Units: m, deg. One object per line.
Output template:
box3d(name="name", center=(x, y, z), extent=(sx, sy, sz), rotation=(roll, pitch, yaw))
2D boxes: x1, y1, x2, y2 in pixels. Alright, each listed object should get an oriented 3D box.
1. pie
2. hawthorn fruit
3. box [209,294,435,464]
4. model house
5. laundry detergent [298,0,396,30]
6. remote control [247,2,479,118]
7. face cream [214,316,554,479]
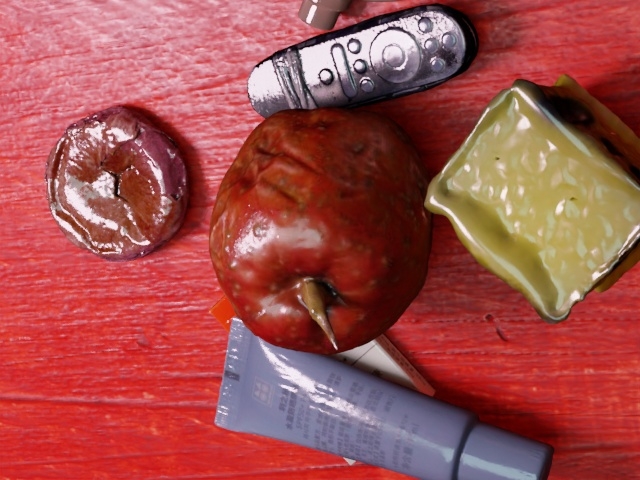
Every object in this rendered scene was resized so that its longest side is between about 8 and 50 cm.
box3d(name="pie", center=(-0.232, -0.062, 1.972), extent=(0.182, 0.049, 0.182), rotation=(5, 104, 20))
box3d(name="hawthorn fruit", center=(0.001, -0.013, 1.789), extent=(0.258, 0.261, 0.258), rotation=(14, 115, 32))
box3d(name="box", center=(0.001, 0.126, 1.954), extent=(0.245, 0.035, 0.139), rotation=(47, 116, 1))
box3d(name="model house", center=(0.247, -0.047, 1.706), extent=(0.193, 0.234, 0.175), rotation=(43, 109, 14))
box3d(name="laundry detergent", center=(0.072, -0.310, 1.765), extent=(0.171, 0.076, 0.237), rotation=(27, 115, 10))
box3d(name="remote control", center=(0.045, -0.187, 1.829), extent=(0.265, 0.066, 0.090), rotation=(-13, 95, 28))
box3d(name="face cream", center=(0.065, 0.200, 1.895), extent=(0.385, 0.086, 0.136), rotation=(17, 109, 18))
